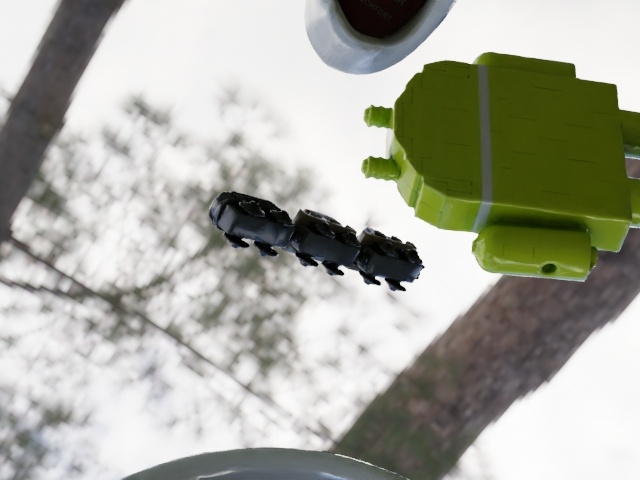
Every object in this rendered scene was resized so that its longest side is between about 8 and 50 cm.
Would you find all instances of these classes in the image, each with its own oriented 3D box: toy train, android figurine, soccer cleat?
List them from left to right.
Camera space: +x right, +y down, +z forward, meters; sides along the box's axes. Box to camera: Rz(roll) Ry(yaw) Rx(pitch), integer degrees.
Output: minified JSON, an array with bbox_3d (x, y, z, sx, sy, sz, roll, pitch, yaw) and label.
[{"bbox_3d":[0.000,0.000,0.921,0.158,0.027,0.036,16,-163,-47],"label":"toy train"},{"bbox_3d":[0.108,-0.257,1.252,0.116,0.331,0.143,34,-178,-4],"label":"soccer cleat"},{"bbox_3d":[0.170,-0.072,1.478,0.273,0.056,0.248,5,-131,-5],"label":"android figurine"}]

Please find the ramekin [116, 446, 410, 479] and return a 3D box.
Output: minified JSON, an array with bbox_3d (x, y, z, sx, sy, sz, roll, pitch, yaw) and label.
[{"bbox_3d":[-0.029,0.237,0.729,0.277,0.135,0.277,-8,-131,10],"label":"ramekin"}]
